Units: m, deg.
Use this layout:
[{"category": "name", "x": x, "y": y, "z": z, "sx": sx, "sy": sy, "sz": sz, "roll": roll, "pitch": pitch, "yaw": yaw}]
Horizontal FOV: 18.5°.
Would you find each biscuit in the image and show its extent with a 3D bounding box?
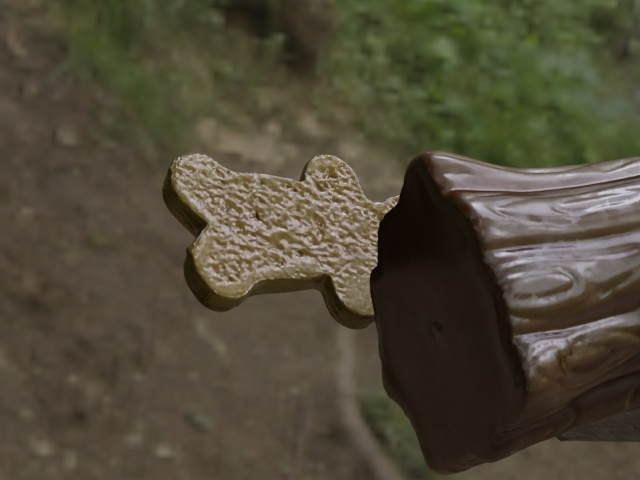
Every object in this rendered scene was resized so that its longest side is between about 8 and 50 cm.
[{"category": "biscuit", "x": -0.001, "y": 0.001, "z": 1.491, "sx": 0.240, "sy": 0.035, "sz": 0.158, "roll": 5, "pitch": 53, "yaw": -21}]

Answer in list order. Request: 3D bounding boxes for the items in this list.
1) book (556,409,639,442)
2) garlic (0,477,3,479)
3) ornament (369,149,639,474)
[{"category": "book", "x": 0.205, "y": 0.116, "z": 1.729, "sx": 0.191, "sy": 0.025, "sz": 0.269, "roll": 38, "pitch": -15, "yaw": -12}, {"category": "garlic", "x": -0.328, "y": 0.171, "z": 1.392, "sx": 0.217, "sy": 0.110, "sz": 0.228, "roll": 23, "pitch": -10, "yaw": -12}, {"category": "ornament", "x": 0.176, "y": 0.040, "z": 1.362, "sx": 0.217, "sy": 0.235, "sz": 0.221, "roll": -12, "pitch": 16, "yaw": -23}]
